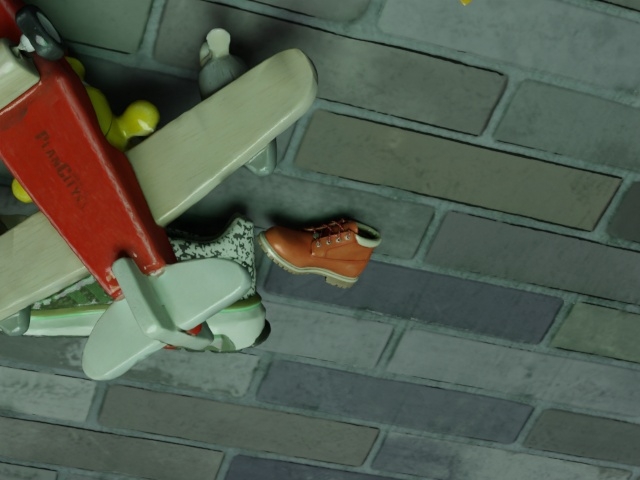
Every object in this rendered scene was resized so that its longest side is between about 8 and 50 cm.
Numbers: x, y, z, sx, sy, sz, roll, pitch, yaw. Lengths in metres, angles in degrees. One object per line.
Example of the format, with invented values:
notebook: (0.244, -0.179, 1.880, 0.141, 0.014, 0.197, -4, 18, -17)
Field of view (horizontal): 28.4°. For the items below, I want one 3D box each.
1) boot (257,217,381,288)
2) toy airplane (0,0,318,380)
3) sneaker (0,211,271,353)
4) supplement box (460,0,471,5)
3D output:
boot: (0.000, 0.000, 1.500, 0.158, 0.059, 0.084, 15, 127, -39)
toy airplane: (-0.218, -0.050, 1.310, 0.386, 0.272, 0.384, 12, 98, 3)
sneaker: (-0.256, 0.017, 1.486, 0.410, 0.158, 0.182, 5, 99, -6)
supplement box: (0.124, -0.334, 1.209, 0.104, 0.081, 0.188, -32, 125, 22)
